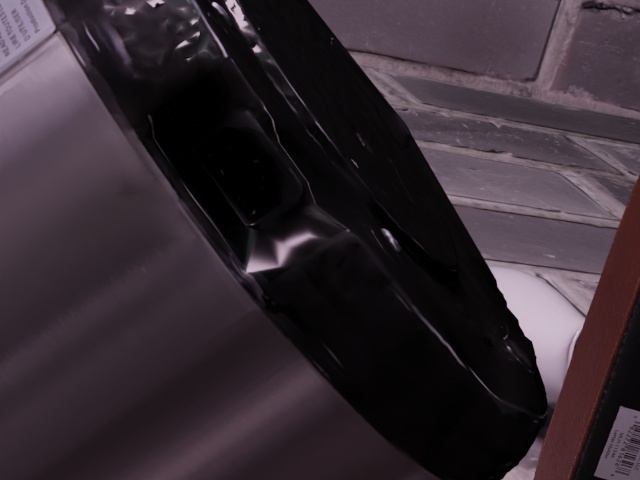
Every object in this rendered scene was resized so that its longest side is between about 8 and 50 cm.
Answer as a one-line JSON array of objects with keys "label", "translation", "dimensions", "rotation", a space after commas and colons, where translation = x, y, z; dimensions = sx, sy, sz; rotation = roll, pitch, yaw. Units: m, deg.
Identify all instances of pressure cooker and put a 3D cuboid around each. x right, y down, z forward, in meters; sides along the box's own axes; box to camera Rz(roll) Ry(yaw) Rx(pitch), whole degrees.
[{"label": "pressure cooker", "translation": [-0.154, 0.048, 0.636], "dimensions": [0.375, 0.420, 0.370], "rotation": [51, 11, -15]}]

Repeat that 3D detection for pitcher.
[{"label": "pitcher", "translation": [0.197, 0.114, 1.197], "dimensions": [0.125, 0.178, 0.207], "rotation": [-41, 32, -21]}]

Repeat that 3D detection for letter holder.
[{"label": "letter holder", "translation": [0.277, 0.090, 1.028], "dimensions": [0.152, 0.302, 0.214], "rotation": [15, 19, -1]}]
